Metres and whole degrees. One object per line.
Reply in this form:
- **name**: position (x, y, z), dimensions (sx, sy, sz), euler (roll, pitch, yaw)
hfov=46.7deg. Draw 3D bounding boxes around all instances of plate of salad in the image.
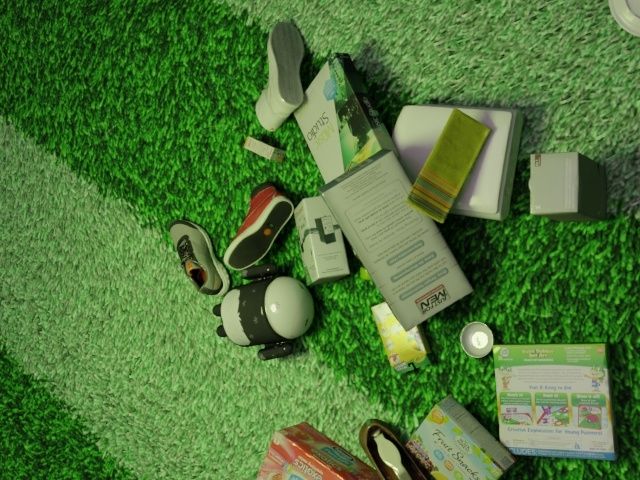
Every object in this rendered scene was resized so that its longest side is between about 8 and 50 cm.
- **plate of salad**: position (0.709, -0.519, 1.551), dimensions (0.200, 0.048, 0.199), euler (1, 92, 21)

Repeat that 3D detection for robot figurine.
- **robot figurine**: position (-0.149, 0.190, 1.970), dimensions (0.278, 0.173, 0.209), euler (-14, 124, 30)

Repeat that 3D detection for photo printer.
- **photo printer**: position (0.303, -0.192, 1.746), dimensions (0.308, 0.107, 0.255), euler (11, 94, 31)

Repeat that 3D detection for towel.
- **towel**: position (0.281, -0.163, 1.622), dimensions (0.102, 0.021, 0.237), euler (28, 88, -15)

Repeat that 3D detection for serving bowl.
- **serving bowl**: position (0.371, 0.231, 1.734), dimensions (0.083, 0.027, 0.083), euler (-5, 83, 39)

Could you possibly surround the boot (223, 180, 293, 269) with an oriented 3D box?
- **boot**: position (-0.186, -0.044, 2.014), dimensions (0.244, 0.088, 0.176), euler (-50, 34, 5)

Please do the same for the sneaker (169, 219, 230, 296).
- **sneaker**: position (-0.362, 0.045, 2.136), dimensions (0.100, 0.108, 0.271), euler (-46, 66, 23)

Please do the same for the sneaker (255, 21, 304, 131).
- **sneaker**: position (-0.122, -0.438, 2.007), dimensions (0.169, 0.108, 0.292), euler (-43, 40, 51)

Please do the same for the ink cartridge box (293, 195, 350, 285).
- **ink cartridge box**: position (0.000, 0.000, 1.889), dimensions (0.087, 0.153, 0.208), euler (-8, 81, -13)

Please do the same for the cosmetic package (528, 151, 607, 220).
- **cosmetic package**: position (0.517, -0.106, 1.539), dimensions (0.107, 0.238, 0.127), euler (-1, 89, 31)

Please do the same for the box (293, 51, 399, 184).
- **box**: position (0.056, -0.273, 1.864), dimensions (0.232, 0.059, 0.321), euler (-48, 60, 46)

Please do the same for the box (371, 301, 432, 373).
- **box**: position (0.204, 0.231, 1.830), dimensions (0.105, 0.043, 0.179), euler (-25, 74, 27)

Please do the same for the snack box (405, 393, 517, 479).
- **snack box**: position (0.319, 0.488, 1.706), dimensions (0.207, 0.070, 0.174), euler (44, 131, 23)

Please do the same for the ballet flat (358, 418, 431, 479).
- **ballet flat**: position (0.204, 0.569, 1.761), dimensions (0.116, 0.124, 0.342), euler (-31, 68, -5)

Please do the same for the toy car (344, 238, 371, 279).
- **toy car**: position (0.101, -0.002, 1.851), dimensions (0.188, 0.149, 0.154), euler (13, 109, 44)

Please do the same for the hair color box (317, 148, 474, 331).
- **hair color box**: position (0.170, -0.002, 1.690), dimensions (0.185, 0.113, 0.374), euler (-32, 101, -1)

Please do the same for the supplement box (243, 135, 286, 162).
- **supplement box**: position (-0.153, -0.252, 2.047), dimensions (0.098, 0.062, 0.036), euler (27, 101, 28)

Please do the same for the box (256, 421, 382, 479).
- **box**: position (0.009, 0.609, 1.873), dimensions (0.300, 0.142, 0.154), euler (27, 102, 29)

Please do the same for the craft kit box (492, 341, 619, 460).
- **craft kit box**: position (0.514, 0.349, 1.634), dimensions (0.250, 0.061, 0.246), euler (-5, 88, 31)
